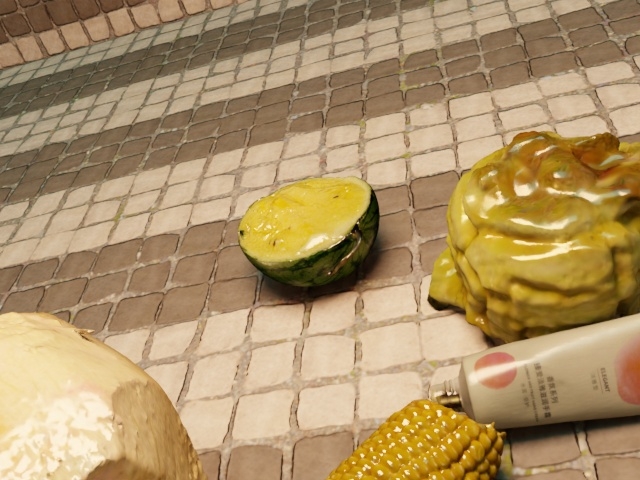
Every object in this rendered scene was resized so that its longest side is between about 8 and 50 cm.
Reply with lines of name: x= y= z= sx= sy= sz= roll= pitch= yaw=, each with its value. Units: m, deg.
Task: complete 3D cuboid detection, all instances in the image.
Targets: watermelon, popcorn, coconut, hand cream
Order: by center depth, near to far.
coconut: x=-0.314 y=0.257 z=0.701 sx=0.405 sy=0.404 sz=0.404 roll=-13 pitch=36 yaw=10
hand cream: x=0.284 y=0.141 z=0.779 sx=0.341 sy=0.124 sz=0.078 roll=-13 pitch=4 yaw=13
popcorn: x=0.272 y=-0.013 z=0.880 sx=0.293 sy=0.237 sz=0.293 roll=-12 pitch=41 yaw=11
watermelon: x=-0.004 y=-0.003 z=1.094 sx=0.232 sy=0.127 sz=0.204 roll=12 pitch=46 yaw=39

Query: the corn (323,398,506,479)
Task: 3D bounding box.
corn: x=0.025 y=0.292 z=0.688 sx=0.144 sy=0.144 sz=0.387 roll=18 pitch=51 yaw=41
